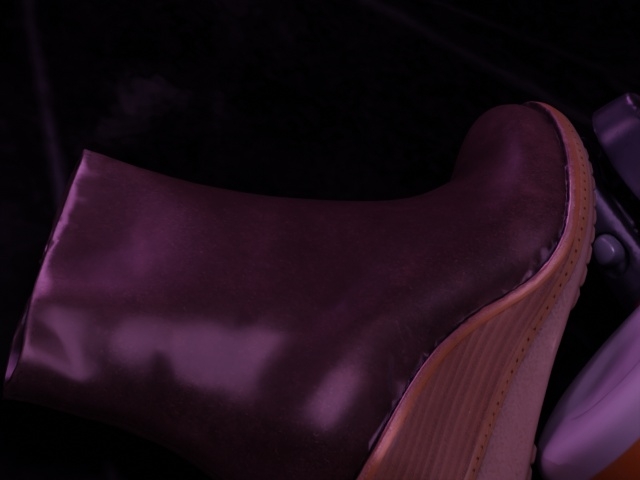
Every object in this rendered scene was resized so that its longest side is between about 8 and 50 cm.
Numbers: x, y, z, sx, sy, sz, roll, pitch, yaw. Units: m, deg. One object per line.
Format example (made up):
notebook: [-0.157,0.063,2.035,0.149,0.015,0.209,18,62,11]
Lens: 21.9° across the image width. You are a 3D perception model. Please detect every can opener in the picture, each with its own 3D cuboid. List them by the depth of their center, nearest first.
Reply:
can opener: [0.159,0.023,0.761,0.059,0.073,0.186,-9,65,-41]

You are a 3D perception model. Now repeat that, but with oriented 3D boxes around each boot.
boot: [0.000,0.000,0.676,0.207,0.090,0.248,23,49,-9]

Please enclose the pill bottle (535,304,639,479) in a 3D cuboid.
pill bottle: [0.201,0.113,0.648,0.216,0.121,0.121,40,46,0]
